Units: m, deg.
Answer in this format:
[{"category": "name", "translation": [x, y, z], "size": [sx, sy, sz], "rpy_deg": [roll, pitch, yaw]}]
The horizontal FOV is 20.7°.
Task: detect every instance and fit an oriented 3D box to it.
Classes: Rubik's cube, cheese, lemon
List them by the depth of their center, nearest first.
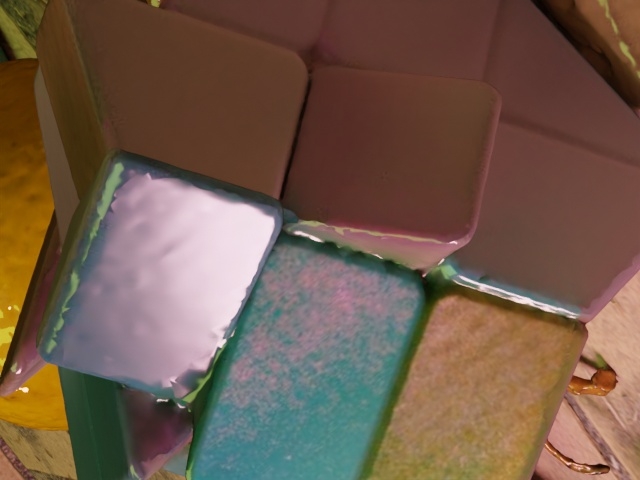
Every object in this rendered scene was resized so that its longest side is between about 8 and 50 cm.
[{"category": "cheese", "translation": [0.135, -0.153, 0.948], "size": [0.194, 0.043, 0.065], "rpy_deg": [54, 163, -16]}, {"category": "Rubik's cube", "translation": [0.000, 0.000, 1.010], "size": [0.387, 0.368, 0.358], "rpy_deg": [48, 159, 1]}, {"category": "lemon", "translation": [-0.235, 0.001, 1.543], "size": [0.336, 0.336, 0.336], "rpy_deg": [40, 156, 22]}]

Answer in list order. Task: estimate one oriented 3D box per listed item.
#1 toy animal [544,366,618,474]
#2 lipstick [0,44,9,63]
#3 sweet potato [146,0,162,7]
[{"category": "toy animal", "translation": [0.112, 0.087, 1.280], "size": [0.255, 0.114, 0.116], "rpy_deg": [52, 155, -5]}, {"category": "lipstick", "translation": [-0.384, -0.254, 1.733], "size": [0.068, 0.061, 0.274], "rpy_deg": [26, 149, 48]}, {"category": "sweet potato", "translation": [-0.111, -0.155, 1.392], "size": [0.069, 0.059, 0.249], "rpy_deg": [-6, 121, 40]}]
